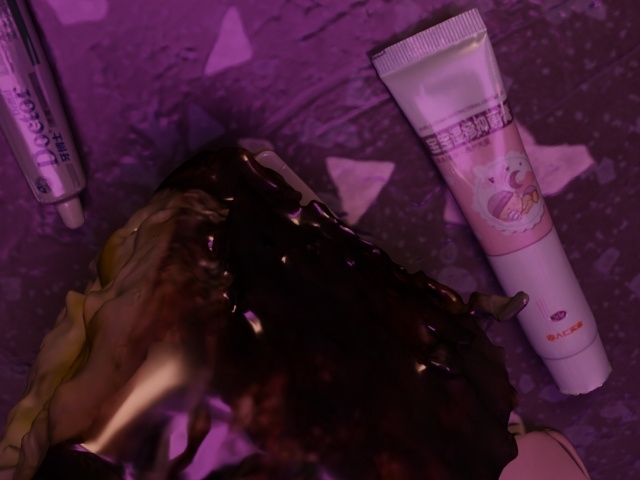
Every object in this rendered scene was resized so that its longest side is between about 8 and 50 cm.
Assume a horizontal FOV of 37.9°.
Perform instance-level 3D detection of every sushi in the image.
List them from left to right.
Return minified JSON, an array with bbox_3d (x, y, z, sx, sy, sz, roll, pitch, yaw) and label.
[{"bbox_3d":[-0.045,0.119,0.635,0.294,0.299,0.281,29,144,-18],"label":"sushi"}]

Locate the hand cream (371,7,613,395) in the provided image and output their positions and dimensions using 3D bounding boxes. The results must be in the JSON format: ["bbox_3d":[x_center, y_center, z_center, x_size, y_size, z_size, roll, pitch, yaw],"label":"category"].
[{"bbox_3d":[0.150,-0.020,0.741,0.085,0.058,0.331,-22,110,18],"label":"hand cream"}]

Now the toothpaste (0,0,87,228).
[{"bbox_3d":[-0.211,-0.108,0.649,0.064,0.041,0.218,-22,112,-12],"label":"toothpaste"}]

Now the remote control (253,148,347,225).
[{"bbox_3d":[0.000,0.000,0.736,0.050,0.027,0.184,-39,118,11],"label":"remote control"}]

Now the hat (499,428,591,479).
[{"bbox_3d":[0.196,0.293,0.830,0.219,0.164,0.226,-37,134,5],"label":"hat"}]
